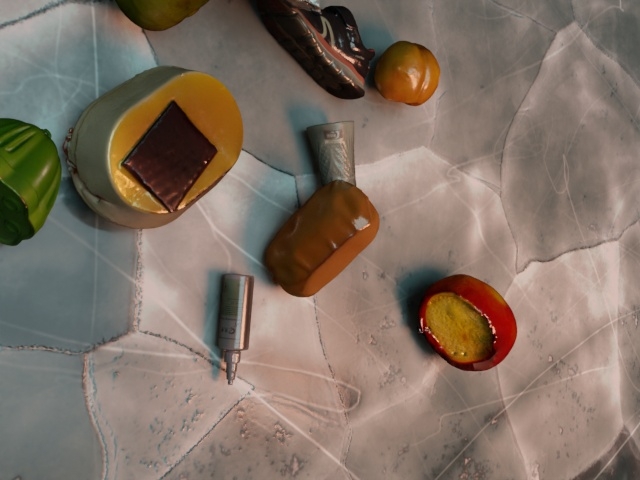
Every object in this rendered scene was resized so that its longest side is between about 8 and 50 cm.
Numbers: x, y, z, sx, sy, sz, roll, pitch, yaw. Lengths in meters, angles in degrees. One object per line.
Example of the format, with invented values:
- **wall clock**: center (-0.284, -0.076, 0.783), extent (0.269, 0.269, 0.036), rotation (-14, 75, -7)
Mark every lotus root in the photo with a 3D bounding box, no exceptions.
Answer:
- **lotus root**: center (-0.448, -0.112, 0.965), extent (0.186, 0.186, 0.186), rotation (2, 87, -34)

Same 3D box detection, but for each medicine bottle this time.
- **medicine bottle**: center (-0.155, 0.160, 1.198), extent (0.057, 0.057, 0.199), rotation (8, 84, -33)

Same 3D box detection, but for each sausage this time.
- **sausage**: center (0.000, 0.000, 1.236), extent (0.241, 0.136, 0.120), rotation (-48, 151, 5)

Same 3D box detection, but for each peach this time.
- **peach**: center (0.181, -0.354, 1.402), extent (0.138, 0.138, 0.138), rotation (2, 87, -34)
- **peach**: center (0.313, 0.177, 1.433), extent (0.226, 0.190, 0.196), rotation (26, 86, -37)

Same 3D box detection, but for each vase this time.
- **vase**: center (0.036, -0.123, 1.319), extent (0.096, 0.096, 0.219), rotation (-14, 98, -34)

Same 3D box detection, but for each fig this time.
- **fig**: center (-0.262, -0.462, 1.055), extent (0.203, 0.203, 0.225), rotation (-52, 133, -24)

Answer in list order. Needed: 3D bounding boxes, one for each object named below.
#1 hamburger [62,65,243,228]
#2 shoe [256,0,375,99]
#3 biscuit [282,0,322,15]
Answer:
- **hamburger**: center (-0.263, -0.155, 1.087), extent (0.295, 0.151, 0.227), rotation (-45, 118, -35)
- **shoe**: center (0.006, -0.409, 1.292), extent (0.291, 0.114, 0.137), rotation (40, 73, -29)
- **biscuit**: center (-0.076, -0.523, 1.196), extent (0.186, 0.079, 0.309), rotation (28, 36, -26)
